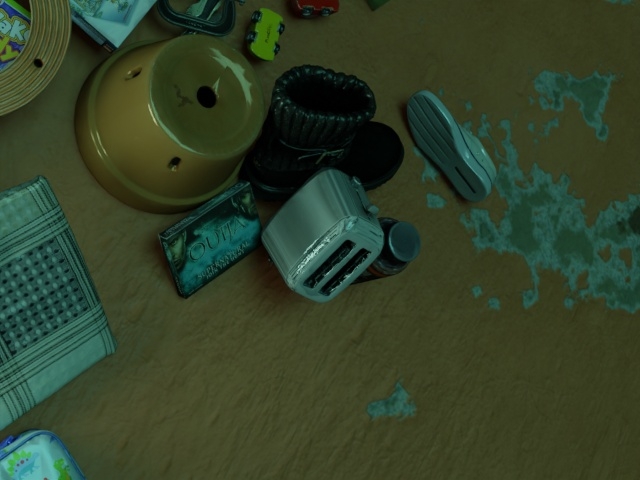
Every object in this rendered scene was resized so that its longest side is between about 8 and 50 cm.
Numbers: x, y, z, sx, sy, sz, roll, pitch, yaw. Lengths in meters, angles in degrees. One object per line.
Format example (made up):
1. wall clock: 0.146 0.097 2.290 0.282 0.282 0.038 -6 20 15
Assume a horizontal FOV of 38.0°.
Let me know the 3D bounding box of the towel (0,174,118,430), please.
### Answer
1. towel: -0.465 0.108 1.308 0.324 0.056 0.312 -32 120 -32

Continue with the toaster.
1. toaster: 0.000 0.000 1.556 0.129 0.227 0.146 31 22 -42

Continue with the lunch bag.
1. lunch bag: -0.437 0.379 1.309 0.219 0.090 0.176 -36 101 -32

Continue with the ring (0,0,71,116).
1. ring: -0.526 -0.331 1.326 0.337 0.032 0.336 4 81 -28

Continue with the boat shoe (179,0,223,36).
1. boat shoe: -0.213 -0.397 1.627 0.043 0.049 0.137 39 61 -16

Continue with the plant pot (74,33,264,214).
1. plant pot: -0.221 -0.201 1.492 0.291 0.203 0.290 7 77 -32

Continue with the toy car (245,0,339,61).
1. toy car: -0.102 -0.461 1.706 0.239 0.053 0.225 -44 104 -31

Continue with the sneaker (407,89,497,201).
1. sneaker: 0.264 -0.197 1.872 0.258 0.094 0.091 56 40 -16

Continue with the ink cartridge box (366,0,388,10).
1. ink cartridge box: 0.091 -0.566 1.813 0.062 0.109 0.209 -41 103 -30

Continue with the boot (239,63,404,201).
1. boot: 0.042 -0.191 1.602 0.348 0.260 0.131 -17 65 -32

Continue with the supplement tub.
1. supplement tub: 0.092 0.018 1.645 0.106 0.198 0.106 7 77 -32

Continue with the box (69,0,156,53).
1. box: -0.324 -0.439 1.490 0.159 0.044 0.233 41 69 -19

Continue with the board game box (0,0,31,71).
1. board game box: -0.600 -0.312 1.351 0.347 0.078 0.233 35 64 -22

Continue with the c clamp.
1. c clamp: -0.203 -0.417 1.603 0.161 0.022 0.137 6 75 -24

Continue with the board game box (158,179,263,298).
1. board game box: -0.177 -0.003 1.551 0.186 0.026 0.126 -37 131 -31
